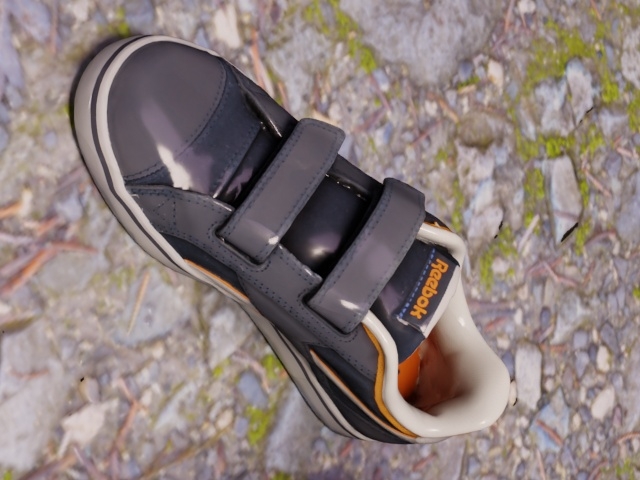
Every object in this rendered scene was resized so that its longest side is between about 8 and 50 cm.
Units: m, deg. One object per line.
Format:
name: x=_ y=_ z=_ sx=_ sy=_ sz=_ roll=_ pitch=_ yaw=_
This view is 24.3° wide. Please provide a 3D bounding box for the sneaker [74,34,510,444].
sneaker: x=0.000 y=0.000 z=0.865 sx=0.321 sy=0.127 sz=0.126 roll=48 pitch=59 yaw=-31
